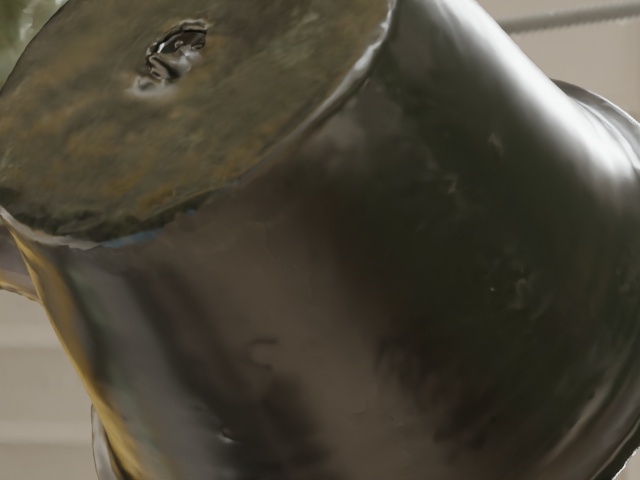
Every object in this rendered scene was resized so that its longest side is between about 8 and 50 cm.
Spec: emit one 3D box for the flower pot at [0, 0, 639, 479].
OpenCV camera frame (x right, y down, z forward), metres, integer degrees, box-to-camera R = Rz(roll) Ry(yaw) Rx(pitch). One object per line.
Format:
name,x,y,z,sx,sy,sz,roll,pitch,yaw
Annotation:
flower pot,-0.012,-0.014,0.425,0.235,0.235,0.148,-29,-48,9

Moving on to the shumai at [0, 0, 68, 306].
shumai,-0.119,-0.102,0.669,0.304,0.263,0.309,-57,-33,9
